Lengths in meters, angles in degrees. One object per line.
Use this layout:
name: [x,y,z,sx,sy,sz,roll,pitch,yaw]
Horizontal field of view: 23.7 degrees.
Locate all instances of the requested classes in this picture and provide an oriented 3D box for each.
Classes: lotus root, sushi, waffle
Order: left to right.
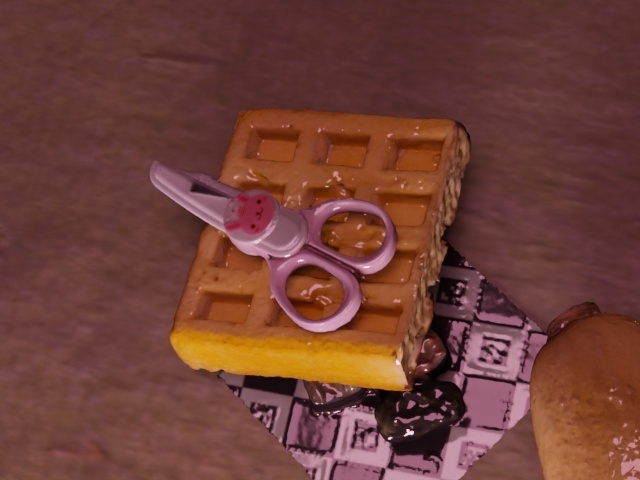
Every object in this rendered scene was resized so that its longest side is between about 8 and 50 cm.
waffle: [0.000,0.000,1.314,0.221,0.055,0.248,4,65,24]
sushi: [0.058,0.104,1.295,0.231,0.047,0.219,-43,67,-6]
lotus root: [0.246,0.183,1.178,0.146,0.131,0.303,-18,67,7]

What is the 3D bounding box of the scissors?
scissors: [-0.053,-0.012,1.290,0.242,0.030,0.118,26,75,28]
